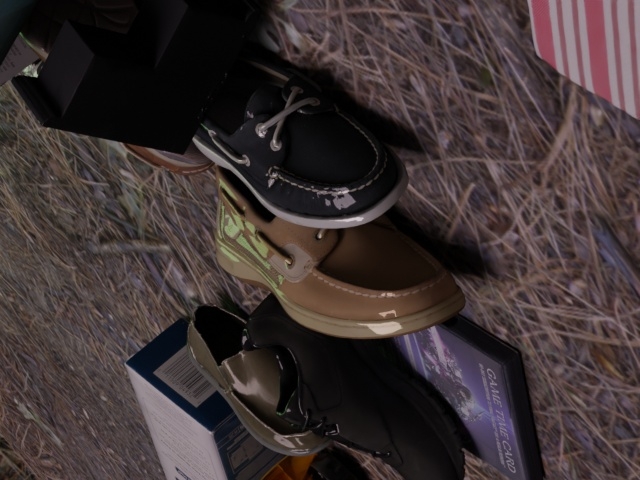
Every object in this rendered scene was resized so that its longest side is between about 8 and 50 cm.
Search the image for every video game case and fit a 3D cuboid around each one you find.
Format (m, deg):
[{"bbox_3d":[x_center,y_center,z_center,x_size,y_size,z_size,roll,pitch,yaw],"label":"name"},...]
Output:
[{"bbox_3d":[0.102,0.119,1.788,0.274,0.026,0.196,31,150,38],"label":"video game case"}]

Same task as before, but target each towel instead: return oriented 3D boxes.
[{"bbox_3d":[0.210,-0.139,1.193,0.197,0.029,0.144,37,154,35],"label":"towel"}]

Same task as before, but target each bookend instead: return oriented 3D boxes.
[{"bbox_3d":[-0.160,-0.168,1.568,0.072,0.157,0.156,51,120,40],"label":"bookend"}]

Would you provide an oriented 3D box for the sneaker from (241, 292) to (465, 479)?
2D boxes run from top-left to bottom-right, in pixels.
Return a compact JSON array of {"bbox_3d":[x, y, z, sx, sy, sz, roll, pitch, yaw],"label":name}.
[{"bbox_3d":[0.028,0.162,1.793,0.286,0.130,0.109,51,155,-3],"label":"sneaker"}]

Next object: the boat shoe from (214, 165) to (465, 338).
[{"bbox_3d":[0.000,0.000,1.668,0.341,0.121,0.110,21,127,50],"label":"boat shoe"}]

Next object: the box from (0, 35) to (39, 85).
[{"bbox_3d":[-0.348,-0.242,1.924,0.126,0.137,0.072,57,158,-16],"label":"box"}]

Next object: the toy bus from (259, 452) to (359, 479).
[{"bbox_3d":[0.013,0.376,2.218,0.220,0.149,0.211,43,170,10],"label":"toy bus"}]

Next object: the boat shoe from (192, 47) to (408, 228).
[{"bbox_3d":[-0.042,-0.099,1.606,0.302,0.114,0.091,24,152,46],"label":"boat shoe"}]

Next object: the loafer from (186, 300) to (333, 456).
[{"bbox_3d":[-0.076,0.157,2.086,0.251,0.094,0.087,35,157,33],"label":"loafer"}]

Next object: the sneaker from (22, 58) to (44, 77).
[{"bbox_3d":[-0.332,-0.202,2.093,0.037,0.032,0.083,54,157,-8],"label":"sneaker"}]

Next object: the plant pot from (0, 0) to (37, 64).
[{"bbox_3d":[-0.384,-0.262,1.597,0.341,0.341,0.334,47,142,8],"label":"plant pot"}]

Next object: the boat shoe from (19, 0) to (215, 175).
[{"bbox_3d":[-0.221,-0.183,1.809,0.324,0.123,0.116,49,160,9],"label":"boat shoe"}]

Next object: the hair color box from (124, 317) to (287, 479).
[{"bbox_3d":[-0.129,0.276,2.351,0.174,0.105,0.347,35,152,33],"label":"hair color box"}]
